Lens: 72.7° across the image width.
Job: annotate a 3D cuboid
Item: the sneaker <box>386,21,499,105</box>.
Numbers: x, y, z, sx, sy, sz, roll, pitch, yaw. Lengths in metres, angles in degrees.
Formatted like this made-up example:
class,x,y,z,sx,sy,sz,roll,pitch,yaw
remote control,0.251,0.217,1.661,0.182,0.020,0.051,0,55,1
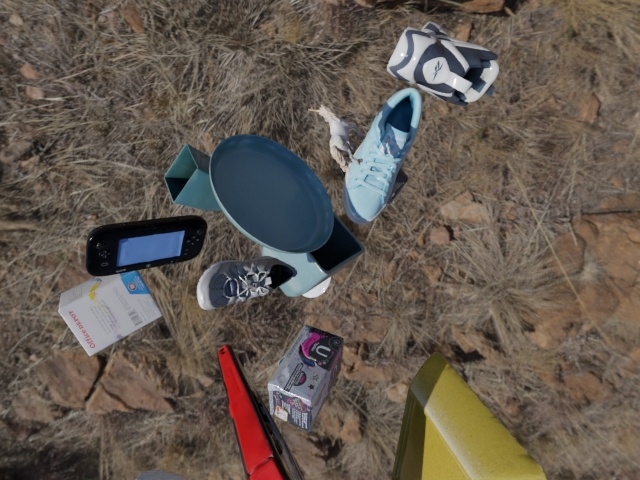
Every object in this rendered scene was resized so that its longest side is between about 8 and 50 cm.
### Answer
class,x,y,z,sx,sy,sz,roll,pitch,yaw
sneaker,0.210,-0.275,0.694,0.153,0.235,0.094,33,118,8

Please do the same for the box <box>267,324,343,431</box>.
class,x,y,z,sx,sy,sz,roll,pitch,yaw
box,-0.038,0.409,1.319,0.142,0.247,0.163,16,129,17

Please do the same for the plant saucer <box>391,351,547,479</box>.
class,x,y,z,sx,sy,sz,roll,pitch,yaw
plant saucer,0.221,0.426,0.773,0.081,0.333,0.333,1,108,-15

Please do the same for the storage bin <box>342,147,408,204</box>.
class,x,y,z,sx,sy,sz,roll,pitch,yaw
storage bin,0.176,-0.212,1.414,0.122,0.180,0.084,-54,145,5

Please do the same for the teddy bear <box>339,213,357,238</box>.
class,x,y,z,sx,sy,sz,roll,pitch,yaw
teddy bear,0.000,0.000,1.750,0.338,0.245,0.113,-27,139,17

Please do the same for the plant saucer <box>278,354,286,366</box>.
class,x,y,z,sx,sy,sz,roll,pitch,yaw
plant saucer,-0.064,0.470,1.659,0.194,0.037,0.195,1,130,1

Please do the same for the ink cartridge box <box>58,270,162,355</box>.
class,x,y,z,sx,sy,sz,roll,pitch,yaw
ink cartridge box,-0.642,0.197,1.335,0.232,0.168,0.171,-29,112,-21

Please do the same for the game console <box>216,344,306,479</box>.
class,x,y,z,sx,sy,sz,roll,pitch,yaw
game console,-0.056,0.401,0.743,0.060,0.342,0.387,-25,120,-10

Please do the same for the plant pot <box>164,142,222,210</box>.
class,x,y,z,sx,sy,sz,roll,pitch,yaw
plant pot,-0.424,-0.212,1.630,0.234,0.165,0.166,21,117,-45

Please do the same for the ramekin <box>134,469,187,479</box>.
class,x,y,z,sx,sy,sz,roll,pitch,yaw
ramekin,-0.439,0.749,1.197,0.109,0.207,0.207,-10,117,21

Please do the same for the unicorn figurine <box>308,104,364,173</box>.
class,x,y,z,sx,sy,sz,roll,pitch,yaw
unicorn figurine,0.042,-0.223,0.921,0.111,0.162,0.060,32,124,-34

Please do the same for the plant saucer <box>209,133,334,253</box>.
class,x,y,z,sx,sy,sz,roll,pitch,yaw
plant saucer,-0.108,-0.101,0.975,0.317,0.318,0.043,31,133,-21

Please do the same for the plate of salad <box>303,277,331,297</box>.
class,x,y,z,sx,sy,sz,roll,pitch,yaw
plate of salad,-0.033,0.144,1.858,0.200,0.200,0.048,-54,149,14

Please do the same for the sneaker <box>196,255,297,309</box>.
class,x,y,z,sx,sy,sz,roll,pitch,yaw
sneaker,-0.175,0.093,1.071,0.281,0.115,0.105,-23,109,-48

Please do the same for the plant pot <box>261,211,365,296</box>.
class,x,y,z,sx,sy,sz,roll,pitch,yaw
plant pot,-0.053,0.051,1.484,0.247,0.248,0.252,49,129,11

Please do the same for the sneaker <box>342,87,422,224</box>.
class,x,y,z,sx,sy,sz,roll,pitch,yaw
sneaker,0.153,-0.220,1.089,0.135,0.150,0.366,19,83,-1

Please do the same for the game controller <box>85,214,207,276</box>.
class,x,y,z,sx,sy,sz,roll,pitch,yaw
game controller,-0.467,0.013,1.190,0.319,0.067,0.166,-11,130,-39
